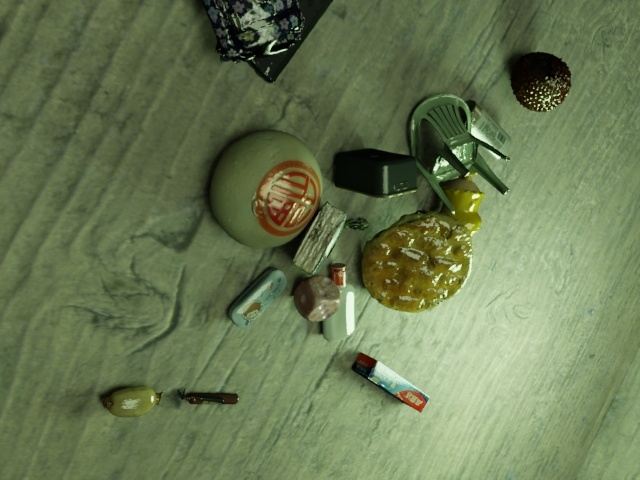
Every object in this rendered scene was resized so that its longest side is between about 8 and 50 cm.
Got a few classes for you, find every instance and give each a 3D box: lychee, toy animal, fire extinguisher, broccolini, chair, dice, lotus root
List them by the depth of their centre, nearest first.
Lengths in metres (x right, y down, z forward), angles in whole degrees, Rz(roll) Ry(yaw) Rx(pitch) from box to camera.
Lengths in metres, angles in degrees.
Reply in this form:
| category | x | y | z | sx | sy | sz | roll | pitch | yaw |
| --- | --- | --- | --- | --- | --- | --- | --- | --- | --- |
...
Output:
| category | x | y | z | sx | sy | sz | roll | pitch | yaw |
| --- | --- | --- | --- | --- | --- | --- | --- | --- | --- |
| lotus root | -0.432 | 0.375 | 1.644 | 0.151 | 0.062 | 0.072 | 3 | 105 | -38 |
| fire extinguisher | -0.279 | 0.402 | 1.788 | 0.173 | 0.049 | 0.035 | 12 | 106 | -41 |
| dice | -0.009 | 0.153 | 1.861 | 0.091 | 0.094 | 0.093 | -1 | 138 | -40 |
| broccolini | 0.070 | -0.038 | 1.921 | 0.140 | 0.030 | 0.035 | -8 | 147 | -32 |
| chair | 0.378 | -0.249 | 1.951 | 0.204 | 0.274 | 0.190 | -22 | 142 | -17 |
| toy animal | 0.407 | -0.100 | 2.080 | 0.156 | 0.156 | 0.229 | 10 | 96 | -41 |
| lychee | 0.658 | -0.473 | 2.123 | 0.188 | 0.188 | 0.187 | -15 | 115 | -34 |

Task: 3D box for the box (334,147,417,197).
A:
| category | x | y | z | sx | sy | sz | roll | pitch | yaw |
| --- | --- | --- | --- | --- | --- | --- | --- | --- | --- |
| box | 0.141 | -0.176 | 1.806 | 0.145 | 0.201 | 0.090 | -13 | 110 | -34 |

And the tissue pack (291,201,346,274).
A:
| category | x | y | z | sx | sy | sz | roll | pitch | yaw |
| --- | --- | --- | --- | --- | --- | --- | --- | --- | --- |
| tissue pack | 0.000 | 0.000 | 1.756 | 0.073 | 0.235 | 0.173 | 29 | 88 | 3 |

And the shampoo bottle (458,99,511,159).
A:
| category | x | y | z | sx | sy | sz | roll | pitch | yaw |
| --- | --- | --- | --- | --- | --- | --- | --- | --- | --- |
| shampoo bottle | 0.490 | -0.329 | 2.121 | 0.227 | 0.056 | 0.086 | 30 | 90 | -41 |

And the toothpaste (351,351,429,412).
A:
| category | x | y | z | sx | sy | sz | roll | pitch | yaw |
| --- | --- | --- | --- | --- | --- | --- | --- | --- | --- |
| toothpaste | 0.221 | 0.442 | 2.185 | 0.320 | 0.076 | 0.066 | 39 | 78 | -42 |

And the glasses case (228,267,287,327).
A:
| category | x | y | z | sx | sy | sz | roll | pitch | yaw |
| --- | --- | --- | --- | --- | --- | --- | --- | --- | --- |
| glasses case | -0.157 | 0.144 | 1.788 | 0.178 | 0.045 | 0.067 | -45 | 128 | -16 |

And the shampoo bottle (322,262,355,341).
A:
| category | x | y | z | sx | sy | sz | roll | pitch | yaw |
| --- | --- | --- | --- | --- | --- | --- | --- | --- | --- |
| shampoo bottle | 0.051 | 0.170 | 1.961 | 0.108 | 0.051 | 0.220 | -15 | 116 | -31 |

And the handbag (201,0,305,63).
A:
| category | x | y | z | sx | sy | sz | roll | pitch | yaw |
| --- | --- | --- | --- | --- | --- | --- | --- | --- | --- |
| handbag | -0.141 | -0.488 | 1.492 | 0.229 | 0.127 | 0.207 | -29 | 107 | -25 |

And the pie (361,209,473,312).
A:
| category | x | y | z | sx | sy | sz | roll | pitch | yaw |
| --- | --- | --- | --- | --- | --- | --- | --- | --- | --- |
| pie | 0.273 | 0.062 | 1.996 | 0.340 | 0.083 | 0.339 | -4 | 124 | -5 |

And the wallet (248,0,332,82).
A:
| category | x | y | z | sx | sy | sz | roll | pitch | yaw |
| --- | --- | --- | --- | --- | --- | --- | --- | --- | --- |
| wallet | -0.076 | -0.509 | 1.616 | 0.146 | 0.030 | 0.285 | 40 | 81 | -41 |

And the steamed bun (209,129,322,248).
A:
| category | x | y | z | sx | sy | sz | roll | pitch | yaw |
| --- | --- | --- | --- | --- | --- | --- | --- | --- | --- |
| steamed bun | -0.110 | -0.111 | 1.642 | 0.283 | 0.177 | 0.282 | -16 | 116 | -34 |
